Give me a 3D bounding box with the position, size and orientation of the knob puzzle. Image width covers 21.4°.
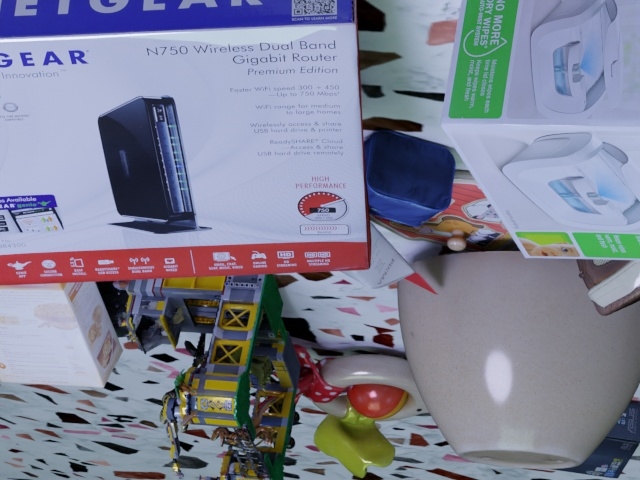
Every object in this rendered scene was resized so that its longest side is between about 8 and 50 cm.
[{"bbox_3d":[0.118,-0.024,1.672,0.213,0.030,0.213,8,161,3],"label":"knob puzzle"}]

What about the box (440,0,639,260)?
[{"bbox_3d":[0.245,-0.087,1.310,0.231,0.126,0.262,3,158,22],"label":"box"}]

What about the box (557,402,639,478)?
[{"bbox_3d":[0.336,0.266,2.330,0.183,0.059,0.232,9,160,4],"label":"box"}]

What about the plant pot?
[{"bbox_3d":[0.217,0.139,1.801,0.284,0.191,0.284,4,164,1],"label":"plant pot"}]

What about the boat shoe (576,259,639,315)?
[{"bbox_3d":[0.323,-0.029,1.477,0.257,0.095,0.095,-33,169,31],"label":"boat shoe"}]

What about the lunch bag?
[{"bbox_3d":[0.067,-0.055,1.552,0.098,0.067,0.065,17,158,-14],"label":"lunch bag"}]

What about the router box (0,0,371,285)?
[{"bbox_3d":[-0.133,-0.088,1.335,0.336,0.082,0.301,-3,143,3],"label":"router box"}]

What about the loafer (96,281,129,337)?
[{"bbox_3d":[-0.307,0.093,2.104,0.223,0.076,0.078,-3,148,21],"label":"loafer"}]

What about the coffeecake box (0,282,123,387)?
[{"bbox_3d":[-0.332,0.082,1.990,0.142,0.068,0.185,1,132,21],"label":"coffeecake box"}]

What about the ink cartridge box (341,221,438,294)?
[{"bbox_3d":[0.000,0.000,1.656,0.181,0.056,0.224,28,170,29],"label":"ink cartridge box"}]

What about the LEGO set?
[{"bbox_3d":[-0.148,0.164,1.988,0.192,0.255,0.331,3,157,12],"label":"LEGO set"}]

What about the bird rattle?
[{"bbox_3d":[0.043,0.188,2.224,0.207,0.143,0.253,-14,139,24],"label":"bird rattle"}]
